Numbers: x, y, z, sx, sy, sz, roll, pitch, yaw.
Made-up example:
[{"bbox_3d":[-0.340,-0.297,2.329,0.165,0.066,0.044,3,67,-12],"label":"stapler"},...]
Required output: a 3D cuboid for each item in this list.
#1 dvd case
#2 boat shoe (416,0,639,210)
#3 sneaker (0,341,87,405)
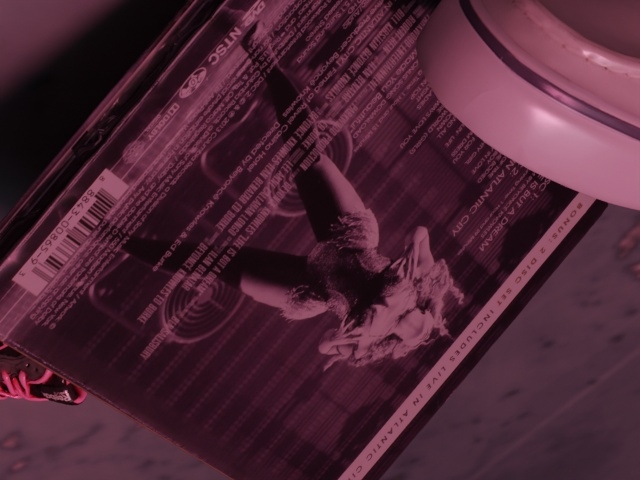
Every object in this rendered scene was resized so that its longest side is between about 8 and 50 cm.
[{"bbox_3d":[0.000,0.000,0.596,0.164,0.018,0.221,-50,141,-1],"label":"dvd case"},{"bbox_3d":[0.152,-0.068,0.576,0.268,0.096,0.088,2,134,-33],"label":"boat shoe"},{"bbox_3d":[-0.099,0.035,0.602,0.119,0.057,0.047,-33,146,16],"label":"sneaker"}]
